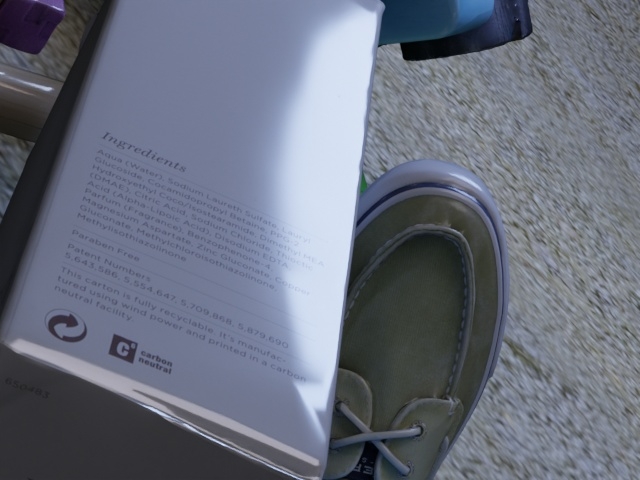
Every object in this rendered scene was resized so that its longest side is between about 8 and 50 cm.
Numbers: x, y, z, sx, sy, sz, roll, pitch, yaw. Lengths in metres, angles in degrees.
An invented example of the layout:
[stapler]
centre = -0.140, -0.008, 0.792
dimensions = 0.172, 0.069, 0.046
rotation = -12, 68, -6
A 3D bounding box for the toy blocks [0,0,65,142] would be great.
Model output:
[toy blocks]
centre = -0.233, -0.258, 1.142
dimensions = 0.260, 0.289, 0.309
rotation = 15, 36, -33

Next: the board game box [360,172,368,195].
[board game box]
centre = 0.000, 0.000, 1.409
dimensions = 0.124, 0.039, 0.259
rotation = 29, 34, -35

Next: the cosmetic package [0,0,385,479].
[cosmetic package]
centre = -0.088, 0.022, 0.967
dimensions = 0.156, 0.217, 0.385
rotation = 25, 38, -10

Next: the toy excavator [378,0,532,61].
[toy excavator]
centre = -0.008, -0.212, 1.349
dimensions = 0.445, 0.433, 0.222
rotation = -23, 107, -46

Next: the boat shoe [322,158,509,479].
[boat shoe]
centre = 0.026, 0.107, 0.993
dimensions = 0.109, 0.302, 0.094
rotation = 15, 19, -6
